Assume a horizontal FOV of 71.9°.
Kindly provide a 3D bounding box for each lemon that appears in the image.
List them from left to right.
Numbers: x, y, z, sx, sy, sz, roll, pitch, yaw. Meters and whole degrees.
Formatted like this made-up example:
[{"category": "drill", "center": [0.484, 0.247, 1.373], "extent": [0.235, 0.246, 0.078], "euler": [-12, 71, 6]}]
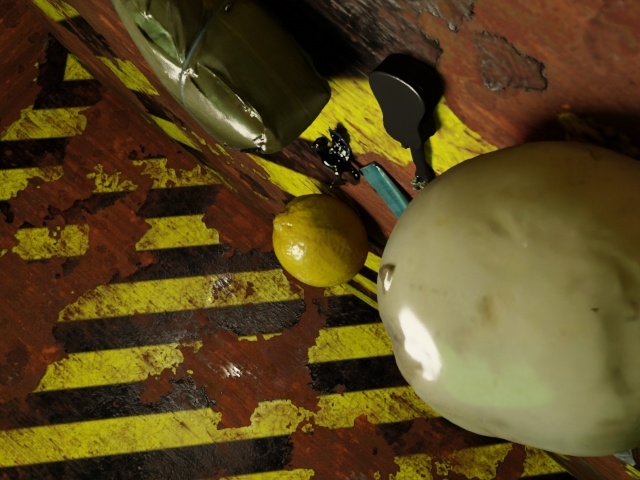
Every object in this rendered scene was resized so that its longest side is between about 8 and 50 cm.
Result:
[{"category": "lemon", "center": [0.003, 0.002, 1.119], "extent": [0.236, 0.236, 0.263], "euler": [36, -170, 22]}]

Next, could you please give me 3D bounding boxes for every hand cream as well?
[{"category": "hand cream", "center": [0.158, -0.058, 0.843], "extent": [0.224, 0.048, 0.083], "euler": [48, 169, -11]}]

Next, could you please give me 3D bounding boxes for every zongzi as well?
[{"category": "zongzi", "center": [-0.192, -0.292, 0.668], "extent": [0.393, 0.174, 0.356], "euler": [39, 176, -16]}]

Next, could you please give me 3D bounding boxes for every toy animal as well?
[{"category": "toy animal", "center": [0.028, -0.156, 0.855], "extent": [0.220, 0.062, 0.108], "euler": [99, 146, -79]}]

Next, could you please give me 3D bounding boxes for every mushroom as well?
[{"category": "mushroom", "center": [0.238, 0.048, 0.482], "extent": [0.314, 0.315, 0.336], "euler": [36, -160, 23]}]

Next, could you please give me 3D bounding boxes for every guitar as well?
[{"category": "guitar", "center": [0.126, -0.132, 0.603], "extent": [0.083, 0.038, 0.271], "euler": [36, 170, 30]}]

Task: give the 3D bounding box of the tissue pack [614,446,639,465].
[{"category": "tissue pack", "center": [0.463, 0.270, 0.899], "extent": [0.361, 0.122, 0.259], "euler": [27, 162, 50]}]
